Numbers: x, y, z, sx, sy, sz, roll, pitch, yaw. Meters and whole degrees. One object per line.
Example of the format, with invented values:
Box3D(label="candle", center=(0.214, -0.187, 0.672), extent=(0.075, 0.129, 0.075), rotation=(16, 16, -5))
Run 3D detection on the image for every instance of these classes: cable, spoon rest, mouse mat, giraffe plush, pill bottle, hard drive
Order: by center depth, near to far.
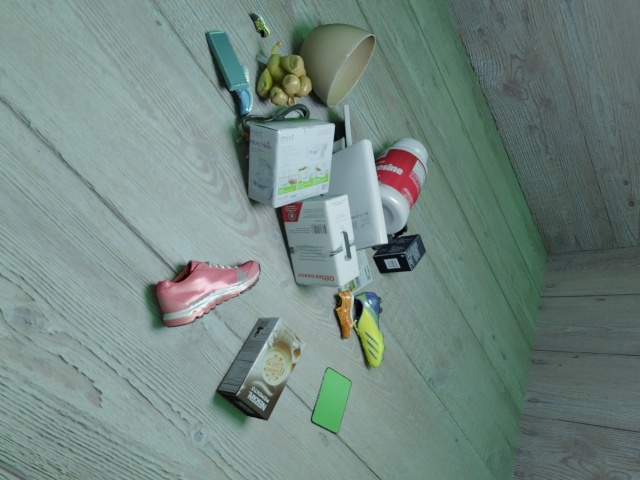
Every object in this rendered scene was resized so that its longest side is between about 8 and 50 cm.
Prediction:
Box3D(label="cable", center=(-0.156, -0.371, 1.336), extent=(0.139, 0.072, 0.287), rotation=(47, 55, -13))
Box3D(label="giraffe plush", center=(-0.105, -0.531, 1.388), extent=(0.170, 0.181, 0.210), rotation=(15, 38, -55))
Box3D(label="mouse mat", center=(0.041, 0.554, 1.436), extent=(0.152, 0.007, 0.190), rotation=(42, 54, -34))
Box3D(label="hard drive", center=(0.105, -0.141, 1.441), extent=(0.047, 0.233, 0.353), rotation=(-1, 79, -45))
Box3D(label="spoon rest", center=(-0.044, -0.377, 1.474), extent=(0.276, 0.084, 0.137), rotation=(17, 69, -30))
Box3D(label="pill bottle", center=(0.299, -0.236, 1.691), extent=(0.229, 0.229, 0.408), rotation=(53, 49, -27))

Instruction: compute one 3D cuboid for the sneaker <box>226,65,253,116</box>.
Box3D(label="sneaker", center=(-0.254, -0.458, 1.274), extent=(0.073, 0.063, 0.162), rotation=(-8, 83, -32))

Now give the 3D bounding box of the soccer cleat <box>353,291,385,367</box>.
Box3D(label="soccer cleat", center=(0.175, 0.341, 1.579), extent=(0.121, 0.093, 0.289), rotation=(-3, 90, -17))

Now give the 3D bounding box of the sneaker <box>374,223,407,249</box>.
Box3D(label="sneaker", center=(0.320, -0.066, 1.757), extent=(0.109, 0.130, 0.286), rotation=(53, 48, -24))

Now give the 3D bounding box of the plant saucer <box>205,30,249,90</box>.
Box3D(label="plant saucer", center=(-0.277, -0.542, 1.239), extent=(0.067, 0.018, 0.192), rotation=(-22, 85, -29))

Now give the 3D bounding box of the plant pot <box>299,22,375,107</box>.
Box3D(label="plant pot", center=(0.039, -0.658, 1.494), extent=(0.191, 0.284, 0.284), rotation=(38, 49, 6))

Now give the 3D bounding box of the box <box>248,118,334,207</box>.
Box3D(label="box", center=(-0.086, -0.249, 1.290), extent=(0.262, 0.126, 0.231), rotation=(-24, 127, -46))

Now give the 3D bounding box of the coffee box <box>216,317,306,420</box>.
Box3D(label="coffee box", center=(-0.161, 0.360, 1.184), extent=(0.141, 0.098, 0.247), rotation=(51, 50, -28))

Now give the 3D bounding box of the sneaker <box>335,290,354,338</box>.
Box3D(label="sneaker", center=(0.084, 0.270, 1.505), extent=(0.067, 0.064, 0.175), rotation=(-1, 90, -11))

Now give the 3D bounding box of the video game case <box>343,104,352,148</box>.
Box3D(label="video game case", center=(0.106, -0.396, 1.589), extent=(0.173, 0.022, 0.191), rotation=(53, 33, -83))

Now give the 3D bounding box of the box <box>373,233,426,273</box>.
Box3D(label="box", center=(0.331, 0.056, 1.725), extent=(0.158, 0.156, 0.093), rotation=(-43, 115, -42))

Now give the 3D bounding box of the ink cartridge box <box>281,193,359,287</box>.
Box3D(label="ink cartridge box", center=(0.000, 0.000, 1.328), extent=(0.114, 0.197, 0.273), rotation=(-23, 108, -47))

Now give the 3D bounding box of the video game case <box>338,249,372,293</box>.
Box3D(label="video game case", center=(0.115, 0.090, 1.586), extent=(0.193, 0.023, 0.213), rotation=(-24, 101, -47))

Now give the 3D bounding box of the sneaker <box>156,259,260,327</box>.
Box3D(label="sneaker", center=(-0.284, 0.100, 1.089), extent=(0.314, 0.116, 0.136), rotation=(-31, 104, -45))

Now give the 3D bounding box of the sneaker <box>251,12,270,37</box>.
Box3D(label="sneaker", center=(-0.202, -0.718, 1.384), extent=(0.083, 0.031, 0.035), rotation=(45, 54, -32))
